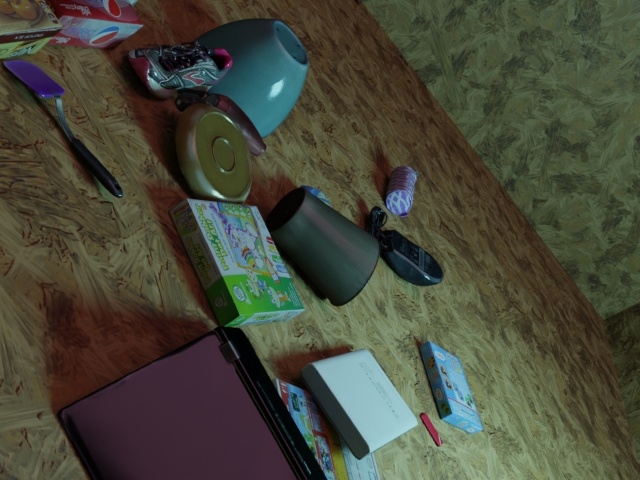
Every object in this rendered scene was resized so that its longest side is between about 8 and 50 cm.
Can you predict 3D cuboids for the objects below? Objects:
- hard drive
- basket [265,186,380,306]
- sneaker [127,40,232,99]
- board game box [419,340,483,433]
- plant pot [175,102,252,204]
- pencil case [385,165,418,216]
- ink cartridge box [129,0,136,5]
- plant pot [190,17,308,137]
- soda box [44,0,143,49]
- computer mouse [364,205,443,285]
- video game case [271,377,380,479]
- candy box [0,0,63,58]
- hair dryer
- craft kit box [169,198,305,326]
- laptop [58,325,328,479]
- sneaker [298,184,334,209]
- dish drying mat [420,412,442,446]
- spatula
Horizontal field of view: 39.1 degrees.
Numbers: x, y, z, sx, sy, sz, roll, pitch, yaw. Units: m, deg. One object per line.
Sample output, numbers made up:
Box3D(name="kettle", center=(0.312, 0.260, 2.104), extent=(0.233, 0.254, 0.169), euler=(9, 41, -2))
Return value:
Box3D(name="hard drive", center=(0.085, 0.323, 1.834), extent=(0.203, 0.040, 0.307), euler=(55, 18, 15))
Box3D(name="basket", center=(0.000, 0.000, 1.995), extent=(0.227, 0.154, 0.204), euler=(42, 44, -24))
Box3D(name="sneaker", center=(-0.301, -0.379, 1.924), extent=(0.121, 0.112, 0.299), euler=(59, 24, 3))
Box3D(name="board game box", center=(0.334, 0.376, 2.308), extent=(0.160, 0.039, 0.212), euler=(33, 34, -44))
Box3D(name="plant pot", center=(-0.208, -0.173, 1.850), extent=(0.236, 0.032, 0.236), euler=(31, 52, -50))
Box3D(name="pencil case", center=(0.246, -0.154, 2.748), extent=(0.206, 0.086, 0.088), euler=(-68, 145, -60))
Box3D(name="ink cartridge box", center=(-0.460, -0.580, 1.885), extent=(0.160, 0.092, 0.219), euler=(39, 29, -35))
Box3D(name="plant pot", center=(-0.144, -0.422, 2.176), extent=(0.290, 0.195, 0.290), euler=(44, 27, -28))
Box3D(name="soda box", center=(-0.454, -0.425, 1.706), extent=(0.083, 0.092, 0.263), euler=(60, 23, 3))
Box3D(name="computer mouse", center=(0.218, 0.039, 2.478), extent=(0.272, 0.072, 0.188), euler=(38, 30, -12))
Box3D(name="video game case", center=(0.015, 0.387, 1.693), extent=(0.285, 0.025, 0.204), euler=(32, 34, -45))
Box3D(name="candy box", center=(-0.590, -0.452, 1.482), extent=(0.316, 0.087, 0.183), euler=(56, 24, -4))
Box3D(name="hair dryer", center=(-0.213, -0.213, 1.971), extent=(0.293, 0.080, 0.224), euler=(-16, 91, -60))
Box3D(name="craft kit box", center=(-0.158, 0.042, 1.754), extent=(0.246, 0.061, 0.250), euler=(-1, 61, -60))
Box3D(name="laptop", center=(-0.153, 0.352, 1.387), extent=(0.382, 0.236, 0.408), euler=(60, -1, 6))
Box3D(name="sneaker", center=(0.023, -0.047, 2.166), extent=(0.240, 0.091, 0.126), euler=(48, 25, -20))
Box3D(name="dish drying mat", center=(0.263, 0.445, 2.122), extent=(0.083, 0.008, 0.032), euler=(60, 25, 5))
Box3D(name="spatula", center=(-0.429, -0.194, 1.544), extent=(0.296, 0.030, 0.084), euler=(56, 21, -3))
